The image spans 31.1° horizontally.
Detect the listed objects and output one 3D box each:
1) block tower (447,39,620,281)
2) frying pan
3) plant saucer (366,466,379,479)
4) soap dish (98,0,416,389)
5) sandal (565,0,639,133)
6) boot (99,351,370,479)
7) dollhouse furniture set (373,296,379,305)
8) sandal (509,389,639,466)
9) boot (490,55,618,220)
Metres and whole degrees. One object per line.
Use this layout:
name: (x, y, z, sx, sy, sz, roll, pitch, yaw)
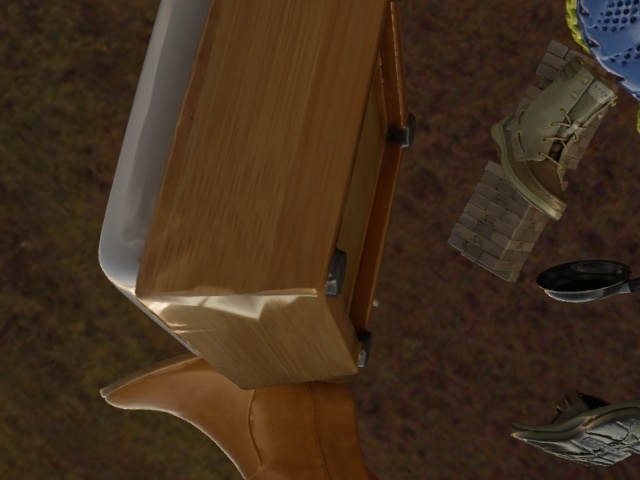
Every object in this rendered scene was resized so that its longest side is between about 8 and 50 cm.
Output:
block tower: (0.301, -0.107, 1.629, 0.091, 0.335, 0.097, 33, -164, 32)
frying pan: (0.608, 0.079, 2.370, 0.326, 0.197, 0.053, -4, 107, 19)
plant saucer: (0.031, 0.345, 1.438, 0.200, 0.200, 0.037, 46, 123, -3)
soap dish: (-0.019, -0.039, 0.675, 0.118, 0.229, 0.291, 10, 166, 9)
sandal: (0.341, -0.156, 1.080, 0.317, 0.126, 0.138, 40, -164, -41)
boot: (-0.077, 0.215, 1.230, 0.104, 0.295, 0.211, -26, 76, 54)
dollhouse furniture set: (0.000, 0.000, 1.600, 0.182, 0.101, 0.161, 40, -175, -33)
sandal: (0.380, 0.249, 1.582, 0.120, 0.086, 0.303, 26, 154, -20)
boot: (0.311, -0.136, 1.474, 0.077, 0.165, 0.213, 35, -155, -28)
